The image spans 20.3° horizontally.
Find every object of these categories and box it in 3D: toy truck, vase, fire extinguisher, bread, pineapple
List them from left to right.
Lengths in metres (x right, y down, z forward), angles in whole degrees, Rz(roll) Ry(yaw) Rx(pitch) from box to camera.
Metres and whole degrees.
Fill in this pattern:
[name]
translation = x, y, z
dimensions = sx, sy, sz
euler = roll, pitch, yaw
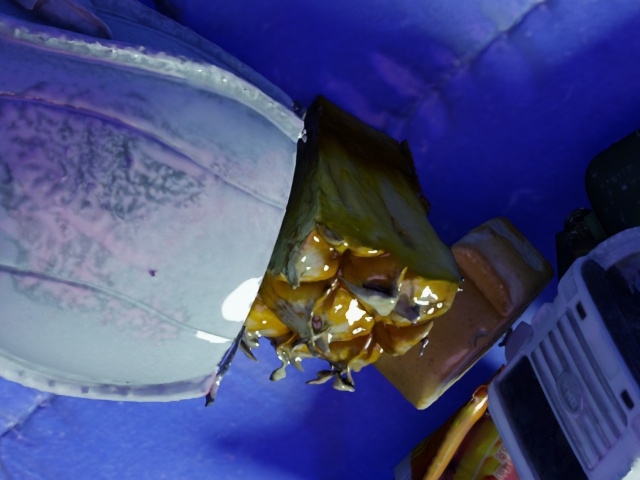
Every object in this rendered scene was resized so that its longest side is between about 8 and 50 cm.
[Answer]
[vase]
translation = -0.242, -0.068, 1.074
dimensions = 0.445, 0.250, 0.250
euler = 21, 118, -15
[pineapple]
translation = 0.000, 0.000, 1.196
dimensions = 0.114, 0.236, 0.186
euler = 30, 76, -26
[bread]
translation = 0.096, 0.043, 1.242
dimensions = 0.073, 0.149, 0.122
euler = 44, 123, 9
[fire extinguisher]
translation = 0.283, -0.055, 1.230
dimensions = 0.311, 0.095, 0.114
euler = -30, 120, 12
[toy truck]
translation = 0.299, 0.126, 1.253
dimensions = 0.387, 0.173, 0.207
euler = 6, 136, -35

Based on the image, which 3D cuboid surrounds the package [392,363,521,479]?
[package]
translation = 0.154, 0.212, 1.390
dimensions = 0.288, 0.108, 0.223
euler = 32, 109, -34
